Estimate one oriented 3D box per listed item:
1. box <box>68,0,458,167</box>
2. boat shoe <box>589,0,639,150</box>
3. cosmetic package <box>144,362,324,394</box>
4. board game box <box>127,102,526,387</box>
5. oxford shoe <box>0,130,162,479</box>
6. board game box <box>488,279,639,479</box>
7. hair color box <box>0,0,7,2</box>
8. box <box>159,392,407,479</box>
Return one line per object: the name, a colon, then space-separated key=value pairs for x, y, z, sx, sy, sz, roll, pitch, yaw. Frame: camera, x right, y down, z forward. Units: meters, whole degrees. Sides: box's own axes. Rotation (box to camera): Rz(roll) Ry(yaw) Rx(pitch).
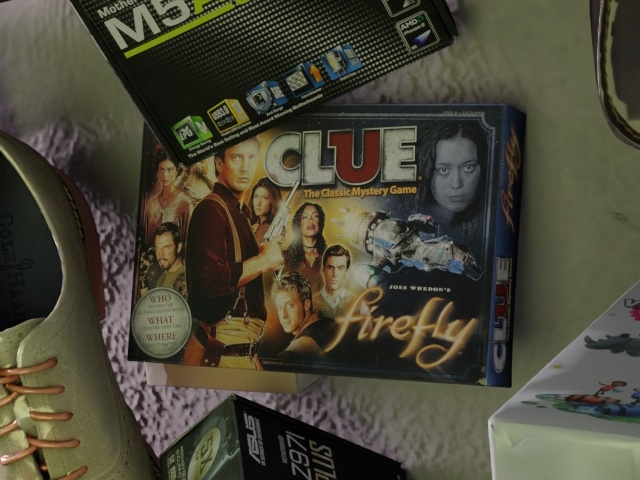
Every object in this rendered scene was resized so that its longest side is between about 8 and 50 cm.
box: x=-0.044 y=-0.156 z=0.988 sx=0.190 sy=0.045 sz=0.184 roll=-23 pitch=123 yaw=11
boat shoe: x=0.199 y=-0.205 z=0.871 sx=0.132 sy=0.130 sz=0.355 roll=17 pitch=112 yaw=22
cosmetic package: x=-0.058 y=0.065 z=1.132 sx=0.115 sy=0.041 sz=0.060 roll=0 pitch=104 yaw=27
board game box: x=0.000 y=0.000 z=1.054 sx=0.243 sy=0.042 sz=0.165 roll=1 pitch=85 yaw=26
oxford shoe: x=-0.182 y=0.116 z=1.067 sx=0.140 sy=0.146 sz=0.397 roll=-19 pitch=72 yaw=0
board game box: x=0.189 y=0.147 z=0.880 sx=0.097 sy=0.303 sz=0.224 roll=2 pitch=106 yaw=26
hair color box: x=-0.215 y=-0.332 z=1.057 sx=0.185 sy=0.110 sz=0.339 roll=-23 pitch=92 yaw=28
box: x=-0.012 y=0.203 z=1.043 sx=0.147 sy=0.180 sz=0.077 roll=26 pitch=127 yaw=-33
